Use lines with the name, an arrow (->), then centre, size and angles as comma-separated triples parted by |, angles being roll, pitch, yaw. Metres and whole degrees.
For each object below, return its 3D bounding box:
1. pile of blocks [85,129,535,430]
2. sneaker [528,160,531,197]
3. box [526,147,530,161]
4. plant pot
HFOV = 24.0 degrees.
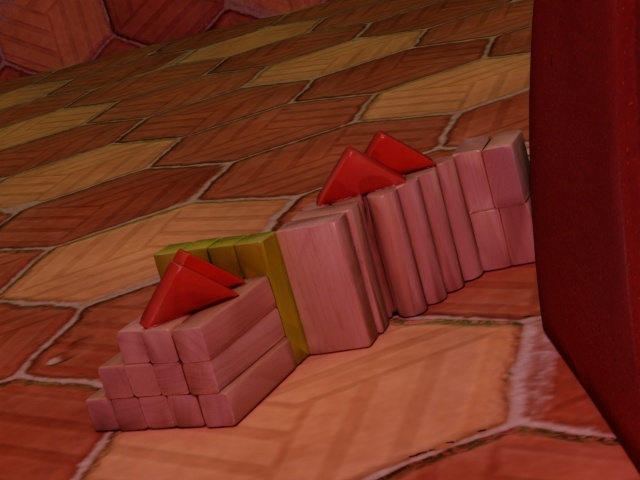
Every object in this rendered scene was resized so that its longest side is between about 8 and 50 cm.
pile of blocks -> 0.000, 0.000, 0.974 | 0.362, 0.113, 0.149 | -25, 17, -33
sneaker -> 0.275, -0.062, 0.949 | 0.283, 0.107, 0.124 | -16, 20, 0
box -> 0.158, -0.050, 1.168 | 0.136, 0.028, 0.081 | -7, 17, 22
plant pot -> 0.234, -0.063, 0.721 | 0.267, 0.236, 0.267 | -15, 15, 0
